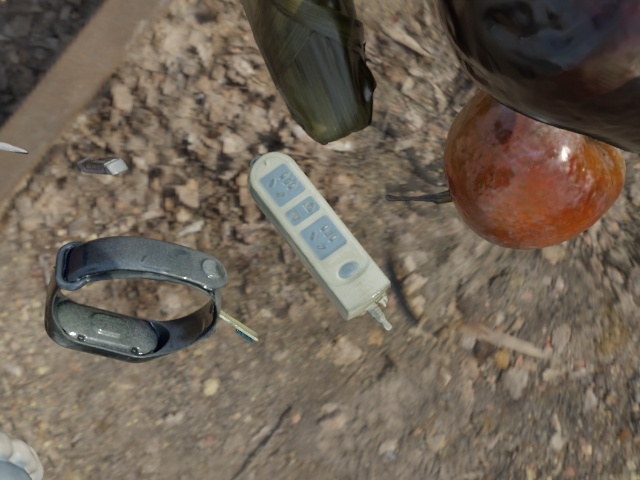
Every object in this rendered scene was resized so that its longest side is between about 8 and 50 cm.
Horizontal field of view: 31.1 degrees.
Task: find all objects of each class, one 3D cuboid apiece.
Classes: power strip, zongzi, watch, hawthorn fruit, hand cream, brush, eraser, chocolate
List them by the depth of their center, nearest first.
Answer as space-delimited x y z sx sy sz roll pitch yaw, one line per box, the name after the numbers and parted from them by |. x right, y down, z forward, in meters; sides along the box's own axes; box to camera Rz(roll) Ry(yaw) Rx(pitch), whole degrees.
0.000 0.000 0.962 0.047 0.030 0.191 -35 77 -15 | power strip
0.272 -0.266 1.091 0.331 0.383 0.384 9 96 -23 | chocolate
0.001 -0.221 1.191 0.112 0.242 0.221 -26 91 -12 | zongzi
-0.373 -0.111 1.300 0.030 0.093 0.019 11 91 31 | hand cream
-0.222 0.068 1.346 0.206 0.068 0.193 21 133 -29 | watch
-0.276 -0.096 1.449 0.099 0.027 0.019 8 120 54 | eraser
0.274 -0.093 1.500 0.235 0.231 0.263 53 139 32 | hawthorn fruit
-0.120 0.116 1.591 0.083 0.016 0.013 38 112 -23 | brush

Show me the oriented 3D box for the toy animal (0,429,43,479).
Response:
-0.347 0.292 1.114 0.156 0.208 0.204 -37 49 23 | toy animal
